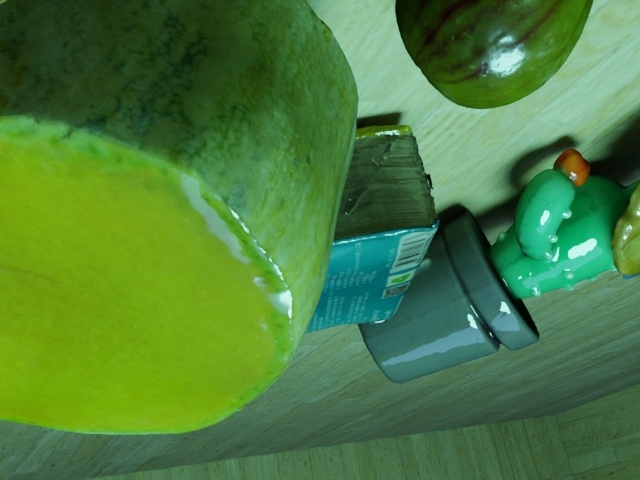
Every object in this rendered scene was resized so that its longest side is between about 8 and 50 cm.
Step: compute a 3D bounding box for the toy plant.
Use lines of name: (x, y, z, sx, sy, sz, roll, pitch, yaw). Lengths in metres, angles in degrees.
toy plant: (0.237, 0.030, 0.959, 0.400, 0.185, 0.279, -27, 134, 15)

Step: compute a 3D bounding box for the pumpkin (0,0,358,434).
pumpkin: (-0.135, -0.015, 0.489, 0.332, 0.199, 0.332, -3, 137, -3)

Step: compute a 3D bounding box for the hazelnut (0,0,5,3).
hazelnut: (-0.179, -0.173, 0.269, 0.214, 0.176, 0.214, 24, 158, 11)

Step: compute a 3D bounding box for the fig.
fig: (0.164, -0.181, 0.510, 0.236, 0.124, 0.124, -29, 155, 10)

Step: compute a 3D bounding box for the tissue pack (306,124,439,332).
tissue pack: (0.000, 0.000, 0.809, 0.192, 0.134, 0.271, -8, 157, -8)

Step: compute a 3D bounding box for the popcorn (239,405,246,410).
popcorn: (-0.155, 0.151, 1.083, 0.197, 0.155, 0.197, 8, 153, 4)

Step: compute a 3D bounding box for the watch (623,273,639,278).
watch: (0.614, 0.094, 1.173, 0.241, 0.274, 0.305, -30, 147, 35)

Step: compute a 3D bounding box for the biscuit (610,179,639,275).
biscuit: (0.414, -0.061, 0.872, 0.260, 0.041, 0.203, -29, 134, -28)
